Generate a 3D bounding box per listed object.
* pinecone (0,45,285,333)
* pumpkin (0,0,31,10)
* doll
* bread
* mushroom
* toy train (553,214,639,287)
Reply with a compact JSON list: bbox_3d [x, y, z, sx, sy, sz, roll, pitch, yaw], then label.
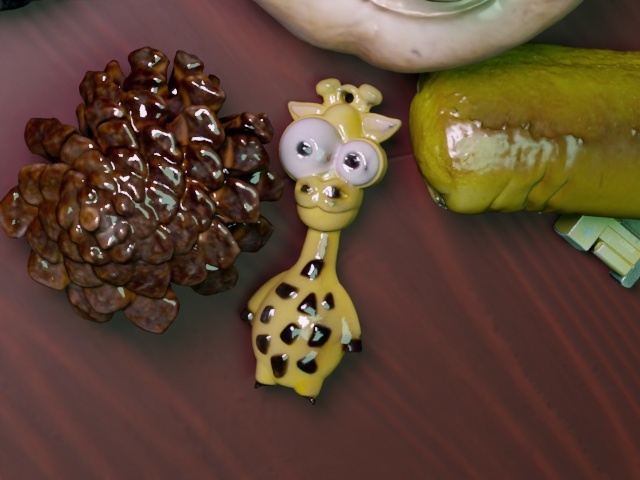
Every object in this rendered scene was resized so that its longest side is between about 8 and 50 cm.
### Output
[{"bbox_3d":[-0.139,-0.048,1.377,0.229,0.201,0.202,-13,133,18],"label":"pinecone"},{"bbox_3d":[-0.258,-0.281,1.318,0.202,0.140,0.202,-5,105,-18],"label":"pumpkin"},{"bbox_3d":[0.000,0.000,1.492,0.117,0.086,0.291,13,96,9],"label":"doll"},{"bbox_3d":[0.266,-0.103,1.522,0.383,0.112,0.166,3,68,-20],"label":"bread"},{"bbox_3d":[0.094,-0.298,1.337,0.325,0.353,0.353,5,99,-39],"label":"mushroom"},{"bbox_3d":[0.287,-0.010,1.608,0.122,0.050,0.081,38,91,-22],"label":"toy train"}]
